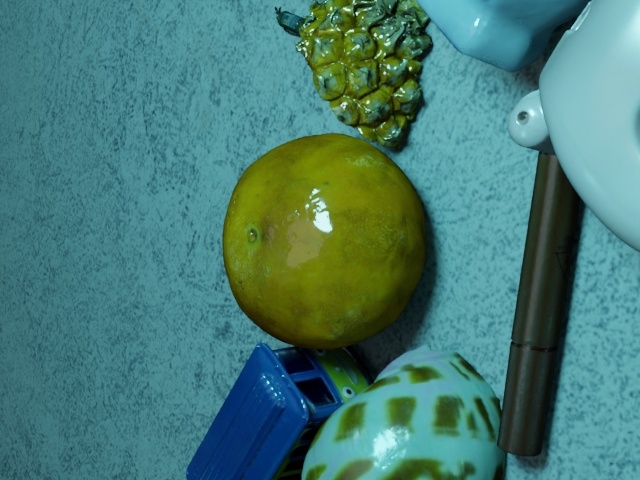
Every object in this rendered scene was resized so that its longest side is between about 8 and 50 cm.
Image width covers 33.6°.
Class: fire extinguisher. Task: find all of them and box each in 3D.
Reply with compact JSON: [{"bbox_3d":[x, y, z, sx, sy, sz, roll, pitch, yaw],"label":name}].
[{"bbox_3d":[-0.041,-0.318,1.557,0.083,0.025,0.038,34,139,43],"label":"fire extinguisher"}]

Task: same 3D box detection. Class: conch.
[{"bbox_3d":[0.094,0.323,1.306,0.249,0.197,0.368,0,98,29],"label":"conch"}]

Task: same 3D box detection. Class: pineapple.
[{"bbox_3d":[0.062,-0.255,1.361,0.164,0.139,0.250,-28,67,45],"label":"pineapple"}]

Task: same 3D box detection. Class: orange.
[{"bbox_3d":[0.000,0.000,1.374,0.284,0.226,0.284,-4,85,44],"label":"orange"}]

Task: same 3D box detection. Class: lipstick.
[{"bbox_3d":[0.252,0.070,1.211,0.057,0.057,0.357,18,104,47],"label":"lipstick"}]

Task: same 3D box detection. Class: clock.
[{"bbox_3d":[0.376,-0.113,0.970,0.326,0.184,0.342,50,126,32],"label":"clock"}]

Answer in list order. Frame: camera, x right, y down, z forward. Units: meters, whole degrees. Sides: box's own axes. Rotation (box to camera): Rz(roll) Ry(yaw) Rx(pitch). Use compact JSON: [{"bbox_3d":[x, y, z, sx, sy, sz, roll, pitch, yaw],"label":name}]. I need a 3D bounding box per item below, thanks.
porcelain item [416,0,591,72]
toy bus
[{"bbox_3d":[0.258,-0.383,1.092,0.405,0.178,0.242,-56,52,33],"label":"porcelain item"},{"bbox_3d":[-0.052,0.277,1.479,0.138,0.175,0.288,53,128,34],"label":"toy bus"}]
